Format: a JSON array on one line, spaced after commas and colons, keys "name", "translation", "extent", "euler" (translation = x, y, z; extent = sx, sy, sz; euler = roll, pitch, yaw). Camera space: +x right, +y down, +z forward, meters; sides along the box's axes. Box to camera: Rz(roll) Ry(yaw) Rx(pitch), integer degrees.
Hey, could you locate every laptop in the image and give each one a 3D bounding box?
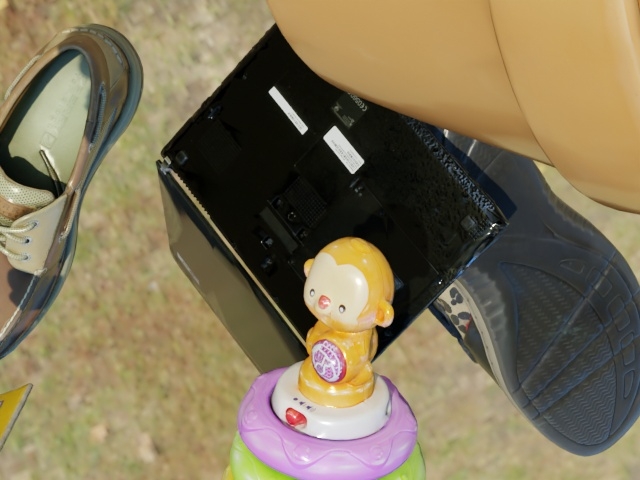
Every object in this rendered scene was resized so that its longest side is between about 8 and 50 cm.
[{"name": "laptop", "translation": [0.000, 0.000, 1.248], "extent": [0.264, 0.234, 0.136], "euler": [-47, 157, 18]}]

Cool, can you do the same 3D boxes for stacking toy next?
[{"name": "stacking toy", "translation": [0.006, 0.133, 1.002], "extent": [0.166, 0.175, 0.302], "euler": [-21, 130, -39]}]

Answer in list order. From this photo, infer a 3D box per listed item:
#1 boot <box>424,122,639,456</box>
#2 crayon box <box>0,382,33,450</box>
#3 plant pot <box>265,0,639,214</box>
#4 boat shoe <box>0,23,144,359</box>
[{"name": "boot", "translation": [0.096, -0.005, 1.379], "extent": [0.138, 0.284, 0.377], "euler": [-46, 120, -8]}, {"name": "crayon box", "translation": [-0.263, 0.189, 0.701], "extent": [0.323, 0.203, 0.083], "euler": [-21, 110, 15]}, {"name": "plant pot", "translation": [0.104, -0.158, 0.724], "extent": [0.291, 0.203, 0.291], "euler": [-14, 108, -52]}, {"name": "boat shoe", "translation": [-0.266, -0.043, 1.494], "extent": [0.120, 0.122, 0.324], "euler": [-35, 149, -81]}]
